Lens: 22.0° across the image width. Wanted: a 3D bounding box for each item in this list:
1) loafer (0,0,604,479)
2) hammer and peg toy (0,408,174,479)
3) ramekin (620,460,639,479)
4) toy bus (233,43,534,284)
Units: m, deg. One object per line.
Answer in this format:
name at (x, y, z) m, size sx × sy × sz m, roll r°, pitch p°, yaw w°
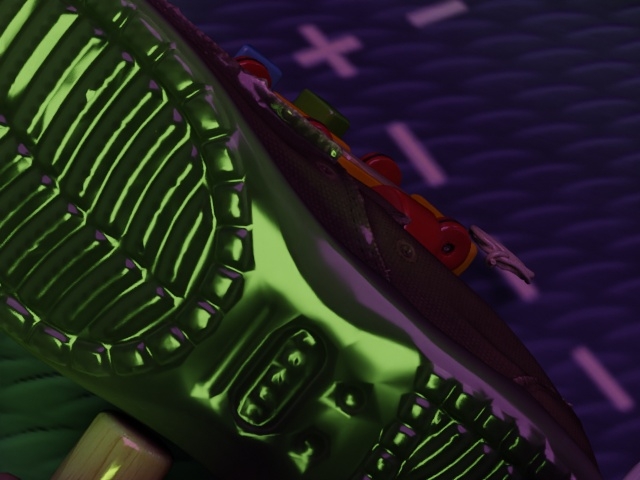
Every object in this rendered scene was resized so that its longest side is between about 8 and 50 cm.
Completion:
loafer at (-0.034, 0.014, 0.668) m, size 0.366 × 0.134 × 0.130 m, roll 46°, pitch 15°, yaw 0°
hammer and peg toy at (-0.011, 0.200, 0.528) m, size 0.266 × 0.361 × 0.127 m, roll 36°, pitch 91°, yaw -11°
ramekin at (0.239, 0.166, 0.644) m, size 0.273 × 0.127 × 0.273 m, roll 10°, pitch 52°, yaw -13°
toy bus at (-0.010, -0.008, 0.828) m, size 0.202 × 0.191 × 0.104 m, roll 40°, pitch 97°, yaw 12°
